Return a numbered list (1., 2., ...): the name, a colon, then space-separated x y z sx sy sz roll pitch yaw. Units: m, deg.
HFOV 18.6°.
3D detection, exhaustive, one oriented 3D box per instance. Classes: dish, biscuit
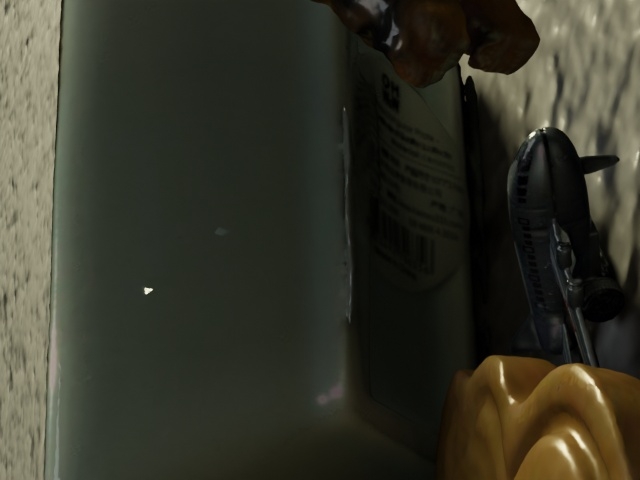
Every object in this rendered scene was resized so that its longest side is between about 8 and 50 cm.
1. dish: 0.000 0.000 0.619 0.080 0.182 0.243 -17 61 28
2. biscuit: 0.069 0.108 0.467 0.236 0.040 0.144 -125 41 -60

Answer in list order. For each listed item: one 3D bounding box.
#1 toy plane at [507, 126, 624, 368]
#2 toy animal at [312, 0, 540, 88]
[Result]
1. toy plane: 0.066 0.002 0.541 0.078 0.031 0.083 -108 12 -51
2. toy animal: 0.080 -0.160 0.443 0.114 0.116 0.255 -114 37 -54
